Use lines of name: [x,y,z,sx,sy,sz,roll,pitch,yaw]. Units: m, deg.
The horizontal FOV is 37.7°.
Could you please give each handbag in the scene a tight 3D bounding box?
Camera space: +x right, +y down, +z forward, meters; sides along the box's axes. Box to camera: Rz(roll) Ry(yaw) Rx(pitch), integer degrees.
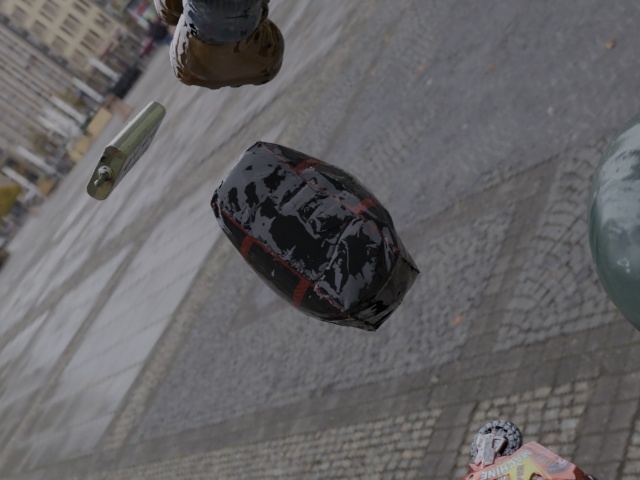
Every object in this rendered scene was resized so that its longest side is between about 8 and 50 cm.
handbag: [0.000,0.000,1.048,0.155,0.215,0.169,-50,-17,-4]

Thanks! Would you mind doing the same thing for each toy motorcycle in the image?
toy motorcycle: [0.284,0.353,1.260,0.171,0.089,0.298,-47,30,-10]

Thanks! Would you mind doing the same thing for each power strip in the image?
power strip: [-0.295,-0.133,1.414,0.092,0.034,0.268,-57,8,25]

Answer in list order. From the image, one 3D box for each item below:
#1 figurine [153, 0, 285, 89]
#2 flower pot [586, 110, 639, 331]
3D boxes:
figurine: [-0.010,-0.235,0.523,0.186,0.261,0.382,-22,-18,-25]
flower pot: [0.272,-0.027,0.555,0.243,0.157,0.189,-19,3,-22]
